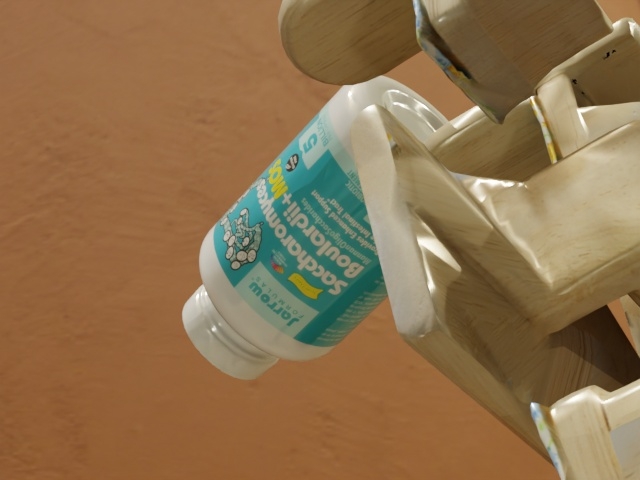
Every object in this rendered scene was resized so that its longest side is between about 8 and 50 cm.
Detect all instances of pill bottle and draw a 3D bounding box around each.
[{"bbox_3d":[0.000,0.000,1.183,0.146,0.264,0.146,34,-153,-20],"label":"pill bottle"}]

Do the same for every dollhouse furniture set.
[{"bbox_3d":[0.110,0.103,0.679,0.394,0.256,0.362,40,-153,-42],"label":"dollhouse furniture set"}]
